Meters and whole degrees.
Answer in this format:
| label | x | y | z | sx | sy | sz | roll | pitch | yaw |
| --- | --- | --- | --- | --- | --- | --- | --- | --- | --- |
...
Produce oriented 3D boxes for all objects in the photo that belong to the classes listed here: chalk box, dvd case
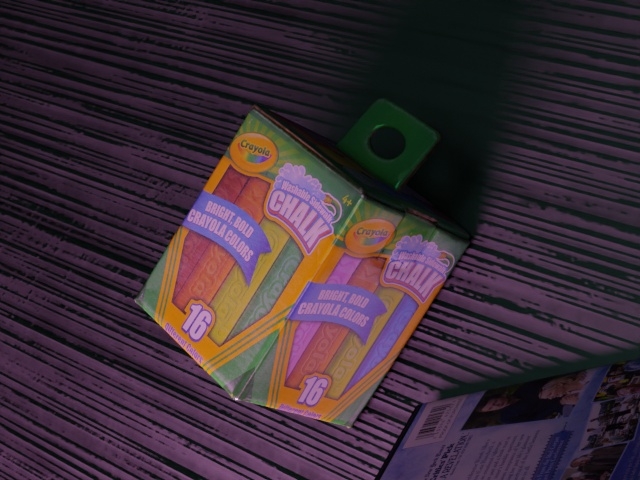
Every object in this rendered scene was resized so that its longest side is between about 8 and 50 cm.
| label | x | y | z | sx | sy | sz | roll | pitch | yaw |
| --- | --- | --- | --- | --- | --- | --- | --- | --- | --- |
| chalk box | 0.000 | 0.000 | 1.099 | 0.132 | 0.132 | 0.213 | 38 | 102 | 40 |
| dvd case | 0.131 | 0.138 | 0.944 | 0.253 | 0.022 | 0.180 | -16 | 25 | 36 |
